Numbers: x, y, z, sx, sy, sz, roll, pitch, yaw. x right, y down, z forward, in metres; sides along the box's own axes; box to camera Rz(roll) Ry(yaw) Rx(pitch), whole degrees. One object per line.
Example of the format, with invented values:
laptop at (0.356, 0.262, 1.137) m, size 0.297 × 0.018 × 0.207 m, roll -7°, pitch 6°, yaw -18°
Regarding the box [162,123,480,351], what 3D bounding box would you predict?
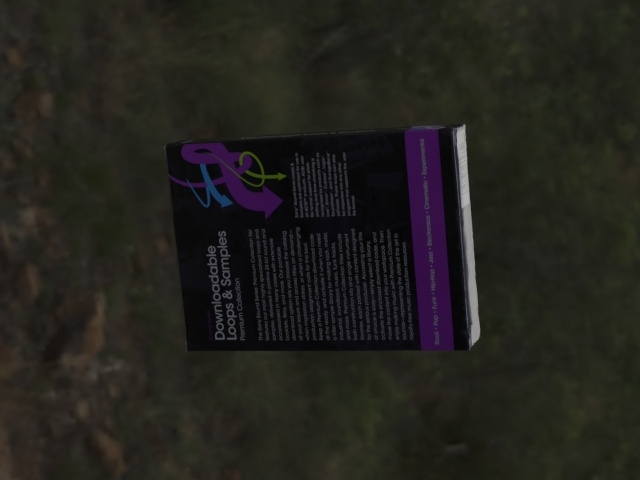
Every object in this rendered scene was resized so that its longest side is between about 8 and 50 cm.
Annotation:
box at (0.000, 0.000, 0.825) m, size 0.029 × 0.162 × 0.116 m, roll -32°, pitch 119°, yaw -69°
